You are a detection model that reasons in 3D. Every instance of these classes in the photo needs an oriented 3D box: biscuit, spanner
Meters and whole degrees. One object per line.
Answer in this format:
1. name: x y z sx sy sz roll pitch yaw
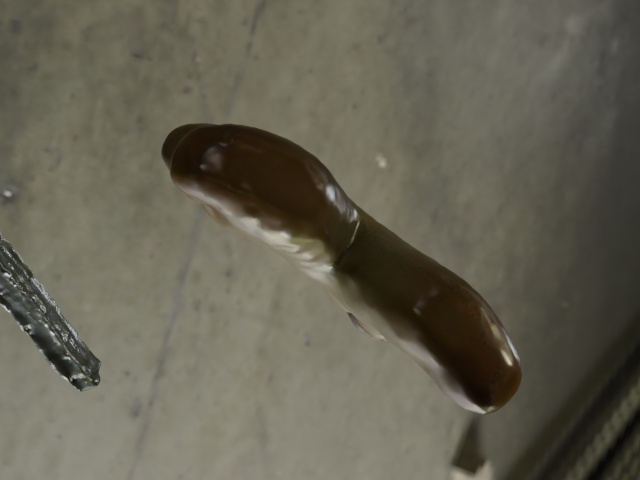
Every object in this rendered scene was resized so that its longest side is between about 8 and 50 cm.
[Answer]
1. biscuit: 0.001 0.000 0.669 0.047 0.164 0.208 -54 -170 -1
2. spanner: -0.193 -0.030 0.754 0.093 0.026 0.325 -103 167 -49
